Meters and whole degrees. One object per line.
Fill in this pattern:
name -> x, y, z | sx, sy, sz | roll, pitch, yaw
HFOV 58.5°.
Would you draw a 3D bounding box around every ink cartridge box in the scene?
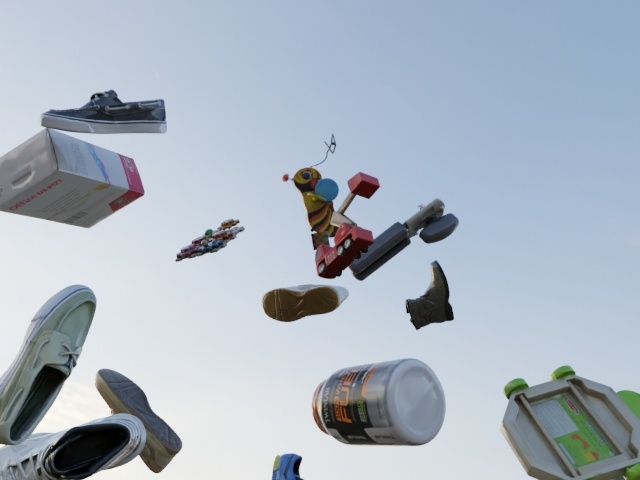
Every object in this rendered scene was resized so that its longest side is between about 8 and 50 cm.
ink cartridge box -> -0.651, -0.150, 1.484 | 0.226, 0.131, 0.306 | -26, -17, 17

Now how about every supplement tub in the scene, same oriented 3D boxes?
supplement tub -> 0.128, 0.395, 1.380 | 0.194, 0.193, 0.316 | 27, -31, -27

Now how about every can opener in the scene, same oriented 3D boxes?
can opener -> 0.191, 0.000, 1.336 | 0.280, 0.093, 0.074 | -33, -39, -3

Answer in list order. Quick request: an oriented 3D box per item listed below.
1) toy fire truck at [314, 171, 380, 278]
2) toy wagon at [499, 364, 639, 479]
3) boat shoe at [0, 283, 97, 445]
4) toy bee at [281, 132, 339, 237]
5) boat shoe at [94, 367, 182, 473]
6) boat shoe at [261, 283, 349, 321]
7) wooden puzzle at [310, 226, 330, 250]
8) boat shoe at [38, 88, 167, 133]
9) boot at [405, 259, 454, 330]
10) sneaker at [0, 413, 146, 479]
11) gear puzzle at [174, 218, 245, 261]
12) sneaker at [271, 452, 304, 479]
toy fire truck -> 0.049, -0.026, 1.115 | 0.047, 0.135, 0.192 | 15, -43, -32
toy wagon -> 0.558, 0.384, 1.185 | 0.344, 0.267, 0.068 | -12, -50, -12
boat shoe -> -0.469, 0.214, 0.993 | 0.094, 0.302, 0.109 | 7, -34, 25
toy bee -> -0.032, -0.150, 1.700 | 0.162, 0.298, 0.195 | -3, -22, -8
boat shoe -> -0.539, 0.504, 1.611 | 0.110, 0.341, 0.122 | -51, -21, 7
boat shoe -> -0.042, 0.173, 1.618 | 0.277, 0.098, 0.096 | -7, 2, 35
wooden puzzle -> 0.000, 0.000, 1.644 | 0.049, 0.083, 0.006 | -9, -5, -2
boat shoe -> -0.503, -0.304, 1.343 | 0.301, 0.102, 0.108 | -8, 17, -39
boot -> 0.380, 0.203, 2.051 | 0.161, 0.083, 0.246 | -14, -75, 1
sneaker -> -0.642, 0.504, 1.306 | 0.448, 0.169, 0.257 | -19, -17, -15
gear puzzle -> -0.350, -0.022, 1.918 | 0.175, 0.339, 0.044 | -14, -74, 19
sneaker -> -0.091, 0.684, 1.552 | 0.082, 0.209, 0.069 | -9, -39, 21
